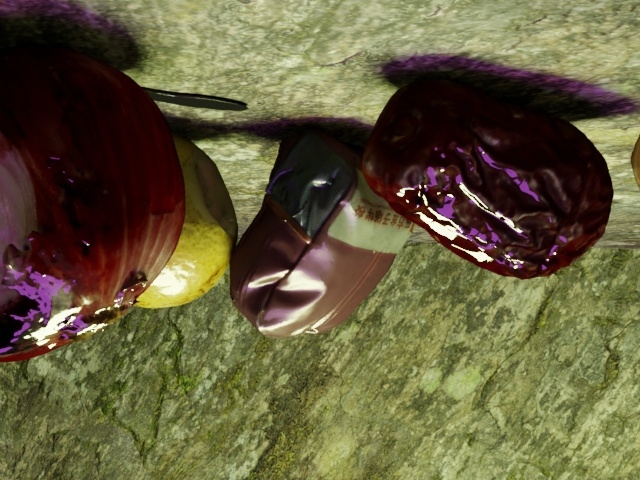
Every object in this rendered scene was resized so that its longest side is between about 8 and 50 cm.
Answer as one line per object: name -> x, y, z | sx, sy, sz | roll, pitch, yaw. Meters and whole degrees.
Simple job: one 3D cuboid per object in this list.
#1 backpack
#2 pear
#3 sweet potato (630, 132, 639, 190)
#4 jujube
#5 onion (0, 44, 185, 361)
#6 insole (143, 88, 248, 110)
backpack -> 0.000, 0.000, 1.467 | 0.283, 0.317, 0.197 | 11, -152, -50
pear -> -0.245, -0.035, 1.442 | 0.271, 0.271, 0.271 | 3, 176, 0
sweet potato -> 0.464, -0.095, 1.059 | 0.337, 0.131, 0.131 | -6, -178, -39
jujube -> 0.188, -0.072, 1.148 | 0.216, 0.216, 0.342 | -1, 168, 43
onion -> -0.292, -0.040, 1.048 | 0.341, 0.341, 0.341 | 3, 176, 0
insole -> -0.178, -0.174, 1.221 | 0.188, 0.004, 0.064 | 5, 175, -25
